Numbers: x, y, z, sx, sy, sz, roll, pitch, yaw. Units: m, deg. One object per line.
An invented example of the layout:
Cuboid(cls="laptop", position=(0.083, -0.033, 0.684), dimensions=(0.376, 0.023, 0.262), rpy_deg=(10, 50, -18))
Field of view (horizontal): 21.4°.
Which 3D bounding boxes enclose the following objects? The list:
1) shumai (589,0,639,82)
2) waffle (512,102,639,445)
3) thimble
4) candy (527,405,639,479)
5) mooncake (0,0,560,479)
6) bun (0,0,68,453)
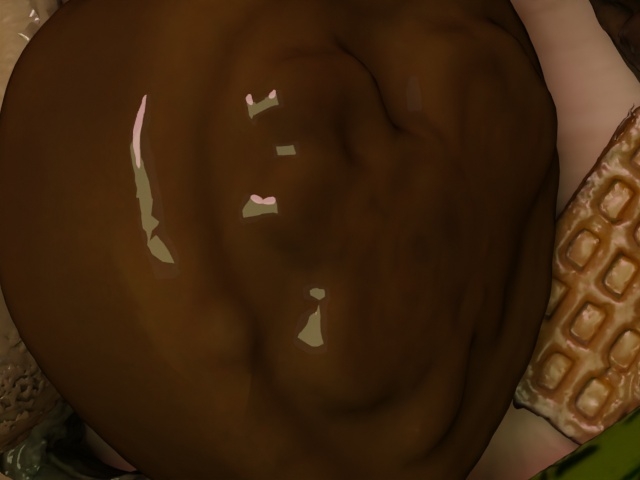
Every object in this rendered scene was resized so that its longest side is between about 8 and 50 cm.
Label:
Cuboid(cls="shumai", position=(0.173, -0.110, 0.596), dimensions=(0.166, 0.175, 0.206), rpy_deg=(-46, 78, 14))
Cuboid(cls="waffle", position=(0.130, 0.021, 0.695), dimensions=(0.092, 0.021, 0.135), rpy_deg=(33, 101, 11))
Cuboid(cls="thimble", position=(-0.085, 0.081, 0.739), dimensions=(0.110, 0.062, 0.084), rpy_deg=(-11, 88, 16))
Cuboid(cls="candy", position=(0.140, 0.111, 0.661), dimensions=(0.246, 0.069, 0.149), rpy_deg=(-36, 109, 10))
Cuboid(cls="mooncake", position=(0.000, 0.000, 0.619), dimensions=(0.117, 0.235, 0.235), rpy_deg=(-2, 93, 40))
Cuboid(cls="bun", position=(-0.171, 0.003, 0.696), dimensions=(0.259, 0.152, 0.259), rpy_deg=(-15, 52, 20))
